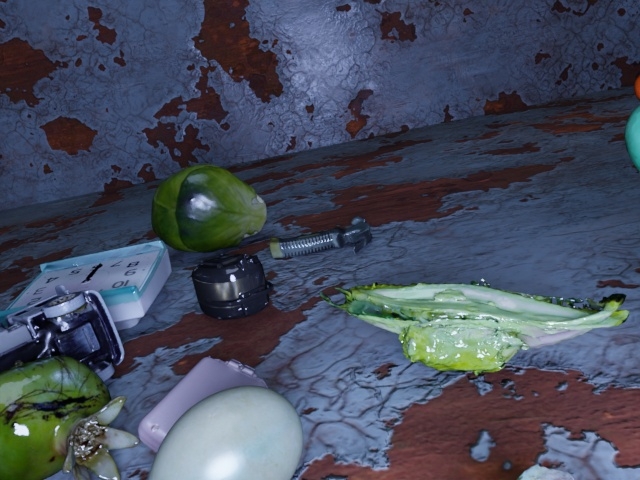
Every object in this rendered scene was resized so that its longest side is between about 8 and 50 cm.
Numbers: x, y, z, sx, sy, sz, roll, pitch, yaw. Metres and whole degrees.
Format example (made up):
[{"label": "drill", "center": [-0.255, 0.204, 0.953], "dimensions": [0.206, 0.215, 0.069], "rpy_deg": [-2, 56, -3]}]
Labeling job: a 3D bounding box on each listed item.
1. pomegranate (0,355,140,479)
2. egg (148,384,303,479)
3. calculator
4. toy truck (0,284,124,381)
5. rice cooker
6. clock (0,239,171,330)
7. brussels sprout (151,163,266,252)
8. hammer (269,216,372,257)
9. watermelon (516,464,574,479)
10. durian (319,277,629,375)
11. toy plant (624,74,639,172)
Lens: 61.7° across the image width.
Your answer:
[{"label": "pomegranate", "center": [-0.299, 0.207, 0.600], "dimensions": [0.191, 0.131, 0.152], "rpy_deg": [13, 26, 37]}, {"label": "egg", "center": [-0.086, 0.201, 0.500], "dimensions": [0.152, 0.114, 0.114], "rpy_deg": [-26, 23, -30]}, {"label": "calculator", "center": [-0.131, 0.196, 0.624], "dimensions": [0.100, 0.032, 0.175], "rpy_deg": [21, 28, 14]}, {"label": "toy truck", "center": [-0.471, 0.191, 0.726], "dimensions": [0.175, 0.146, 0.367], "rpy_deg": [1, 22, 46]}, {"label": "rice cooker", "center": [-0.158, 0.078, 0.942], "dimensions": [0.112, 0.106, 0.165], "rpy_deg": [-21, 9, -38]}, {"label": "clock", "center": [-0.432, 0.109, 1.026], "dimensions": [0.263, 0.116, 0.231], "rpy_deg": [-12, 23, 2]}, {"label": "brussels sprout", "center": [-0.274, -0.077, 1.321], "dimensions": [0.272, 0.219, 0.210], "rpy_deg": [5, 4, -17]}, {"label": "hammer", "center": [0.000, 0.000, 1.179], "dimensions": [0.227, 0.041, 0.158], "rpy_deg": [-10, 16, 4]}, {"label": "watermelon", "center": [0.163, 0.218, 0.333], "dimensions": [0.121, 0.097, 0.158], "rpy_deg": [-18, 23, -19]}, {"label": "durian", "center": [0.164, 0.102, 0.655], "dimensions": [0.375, 0.106, 0.132], "rpy_deg": [-2, 22, 24]}, {"label": "toy plant", "center": [0.380, -0.011, 0.388], "dimensions": [0.185, 0.400, 0.280], "rpy_deg": [-21, 19, -32]}]
